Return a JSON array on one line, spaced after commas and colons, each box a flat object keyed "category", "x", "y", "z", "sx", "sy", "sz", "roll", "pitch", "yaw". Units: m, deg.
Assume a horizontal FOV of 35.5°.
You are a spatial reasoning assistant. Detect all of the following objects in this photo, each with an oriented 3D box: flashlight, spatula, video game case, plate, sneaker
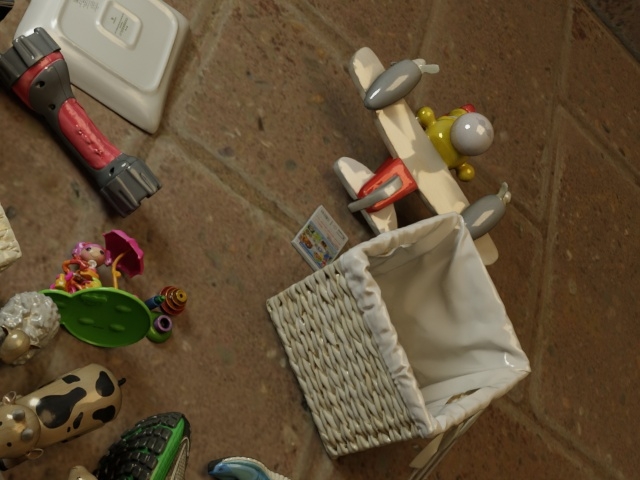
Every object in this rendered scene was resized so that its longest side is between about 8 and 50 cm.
[{"category": "flashlight", "x": -0.365, "y": -0.178, "z": 1.527, "sx": 0.304, "sy": 0.103, "sz": 0.103, "roll": 50, "pitch": 9, "yaw": -7}, {"category": "spatula", "x": 0.187, "y": 0.377, "z": 1.717, "sx": 0.019, "sy": 0.242, "sz": 0.168, "roll": 45, "pitch": 43, "yaw": 18}, {"category": "video game case", "x": 0.000, "y": 0.000, "z": 1.879, "sx": 0.087, "sy": 0.011, "sz": 0.122, "roll": 51, "pitch": 43, "yaw": -14}, {"category": "plate", "x": -0.349, "y": -0.358, "z": 1.686, "sx": 0.278, "sy": 0.045, "sz": 0.277, "roll": 33, "pitch": 50, "yaw": -29}, {"category": "sneaker", "x": -0.106, "y": 0.383, "z": 1.540, "sx": 0.162, "sy": 0.063, "sz": 0.073, "roll": 33, "pitch": 53, "yaw": -29}, {"category": "sneaker", "x": -0.242, "y": 0.400, "z": 1.364, "sx": 0.146, "sy": 0.134, "sz": 0.343, "roll": 35, "pitch": 57, "yaw": -37}]

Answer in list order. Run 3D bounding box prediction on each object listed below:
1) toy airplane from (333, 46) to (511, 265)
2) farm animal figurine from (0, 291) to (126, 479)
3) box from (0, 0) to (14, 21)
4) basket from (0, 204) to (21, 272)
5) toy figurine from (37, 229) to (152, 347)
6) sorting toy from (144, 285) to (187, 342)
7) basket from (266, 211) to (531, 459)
[{"category": "toy airplane", "x": 0.216, "y": -0.169, "z": 1.987, "sx": 0.386, "sy": 0.272, "sz": 0.384, "roll": 22, "pitch": 56, "yaw": -37}, {"category": "farm animal figurine", "x": -0.362, "y": 0.260, "z": 1.261, "sx": 0.330, "sy": 0.172, "sz": 0.327, "roll": 54, "pitch": 42, "yaw": -10}, {"category": "box", "x": -0.628, "y": -0.446, "z": 1.326, "sx": 0.294, "sy": 0.212, "sz": 0.395, "roll": -8, "pitch": 75, "yaw": -46}, {"category": "basket", "x": -0.494, "y": 0.009, "z": 1.308, "sx": 0.167, "sy": 0.103, "sz": 0.113, "roll": -22, "pitch": 88, "yaw": -49}, {"category": "toy figurine", "x": -0.327, "y": 0.052, "z": 1.475, "sx": 0.173, "sy": 0.130, "sz": 0.159, "roll": 13, "pitch": 44, "yaw": -13}, {"category": "sorting toy", "x": -0.240, "y": 0.108, "z": 1.559, "sx": 0.061, "sy": 0.042, "sz": 0.102, "roll": 40, "pitch": 47, "yaw": -24}, {"category": "basket", "x": 0.130, "y": 0.162, "z": 1.737, "sx": 0.328, "sy": 0.266, "sz": 0.331, "roll": -19, "pitch": 85, "yaw": -48}]
